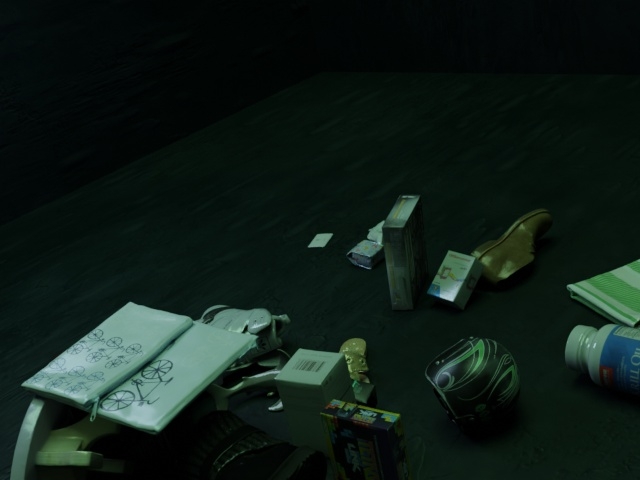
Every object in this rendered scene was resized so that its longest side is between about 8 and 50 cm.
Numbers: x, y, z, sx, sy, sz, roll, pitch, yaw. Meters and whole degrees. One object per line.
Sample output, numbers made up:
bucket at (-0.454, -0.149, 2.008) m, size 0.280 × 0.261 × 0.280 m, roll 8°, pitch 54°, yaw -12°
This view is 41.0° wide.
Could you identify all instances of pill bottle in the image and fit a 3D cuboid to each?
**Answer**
pill bottle at (0.582, 0.226, 1.608) m, size 0.221 × 0.124 × 0.124 m, roll 10°, pitch 33°, yaw 43°

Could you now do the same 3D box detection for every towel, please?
towel at (0.751, 0.098, 1.909) m, size 0.324 × 0.038 × 0.248 m, roll -20°, pitch 24°, yaw -15°

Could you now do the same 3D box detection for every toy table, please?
toy table at (-0.464, 0.421, 1.608) m, size 0.160 × 0.275 × 0.252 m, roll 2°, pitch -7°, yaw 7°

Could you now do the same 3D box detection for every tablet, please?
tablet at (0.000, 0.000, 2.537) m, size 0.054 × 0.006 × 0.083 m, roll -2°, pitch 26°, yaw 23°

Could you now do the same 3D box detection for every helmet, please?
helmet at (0.299, 0.266, 1.620) m, size 0.161 × 0.169 × 0.169 m, roll -32°, pitch 26°, yaw -4°

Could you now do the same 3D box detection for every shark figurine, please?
shark figurine at (-0.106, 0.291, 1.833) m, size 0.278 × 0.116 × 0.166 m, roll -4°, pitch 24°, yaw 15°

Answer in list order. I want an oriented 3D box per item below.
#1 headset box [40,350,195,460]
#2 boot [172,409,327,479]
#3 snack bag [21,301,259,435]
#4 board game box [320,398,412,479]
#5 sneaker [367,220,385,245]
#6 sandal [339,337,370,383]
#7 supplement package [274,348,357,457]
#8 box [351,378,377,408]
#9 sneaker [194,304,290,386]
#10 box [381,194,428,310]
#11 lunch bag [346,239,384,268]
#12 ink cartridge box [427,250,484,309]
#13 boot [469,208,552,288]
headset box at (-0.403, 0.336, 1.750) m, size 0.293 × 0.218 × 0.110 m, roll -6°, pitch 27°, yaw 18°
boot at (-0.182, 0.441, 1.508) m, size 0.260 × 0.131 × 0.348 m, roll 14°, pitch 24°, yaw 33°
snack bag at (-0.338, 0.233, 1.635) m, size 0.342 × 0.037 × 0.323 m, roll 11°, pitch 32°, yaw 31°
board game box at (0.082, 0.371, 1.488) m, size 0.141 × 0.170 × 0.048 m, roll 5°, pitch 28°, yaw 36°
sneaker at (0.166, -0.003, 2.418) m, size 0.061 × 0.054 × 0.152 m, roll -24°, pitch 19°, yaw 14°
sandal at (0.060, 0.262, 1.846) m, size 0.088 × 0.079 × 0.240 m, roll -8°, pitch 25°, yaw 10°
supplement package at (-0.001, 0.313, 1.644) m, size 0.105 × 0.179 × 0.105 m, roll 2°, pitch 29°, yaw 29°
box at (0.065, 0.317, 1.719) m, size 0.083 × 0.062 × 0.052 m, roll 10°, pitch 44°, yaw 22°
sneaker at (-0.214, 0.253, 1.930) m, size 0.210 × 0.138 × 0.366 m, roll -5°, pitch 22°, yaw 24°
box at (0.210, 0.028, 2.096) m, size 0.056 × 0.231 × 0.183 m, roll 1°, pitch 28°, yaw 21°
lunch bag at (0.123, 0.037, 2.339) m, size 0.083 × 0.053 × 0.071 m, roll 18°, pitch 39°, yaw 33°
ink cartridge box at (0.323, 0.093, 2.041) m, size 0.088 × 0.052 × 0.123 m, roll 17°, pitch 73°, yaw 48°
boot at (0.502, 0.026, 2.145) m, size 0.305 × 0.112 × 0.115 m, roll -33°, pitch 50°, yaw -30°
